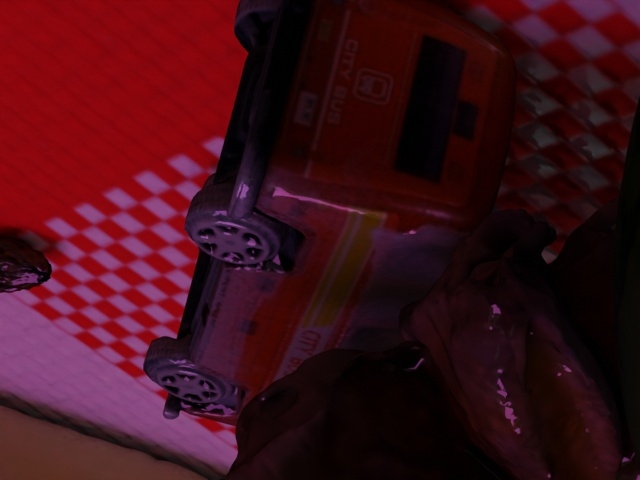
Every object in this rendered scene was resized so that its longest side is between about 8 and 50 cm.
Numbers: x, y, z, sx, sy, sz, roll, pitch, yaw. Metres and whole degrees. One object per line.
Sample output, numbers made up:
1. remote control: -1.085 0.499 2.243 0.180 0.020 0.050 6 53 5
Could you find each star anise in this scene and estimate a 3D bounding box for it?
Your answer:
1. star anise: 0.093 0.072 0.757 0.332 0.117 0.331 -18 156 -8

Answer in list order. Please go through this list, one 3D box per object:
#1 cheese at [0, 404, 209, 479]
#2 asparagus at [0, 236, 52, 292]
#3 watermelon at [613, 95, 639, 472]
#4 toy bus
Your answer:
1. cheese: -0.157 0.224 1.281 0.265 0.124 0.242 17 146 10
2. asparagus: -0.212 0.011 1.067 0.165 0.030 0.036 2 133 34
3. watermelon: 0.235 0.013 0.454 0.363 0.363 0.363 18 150 11
4. toy bus: 0.000 0.000 0.820 0.120 0.121 0.265 15 150 -4
